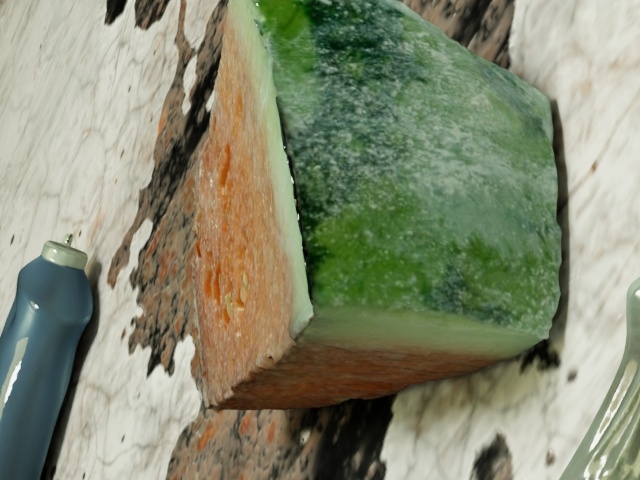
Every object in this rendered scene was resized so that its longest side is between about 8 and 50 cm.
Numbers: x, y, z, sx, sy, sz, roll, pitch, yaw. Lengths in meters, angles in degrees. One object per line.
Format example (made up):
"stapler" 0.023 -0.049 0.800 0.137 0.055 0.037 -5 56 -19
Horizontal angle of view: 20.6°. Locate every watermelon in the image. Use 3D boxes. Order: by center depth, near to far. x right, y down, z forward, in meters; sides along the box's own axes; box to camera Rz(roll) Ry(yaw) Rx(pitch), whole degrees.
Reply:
"watermelon" 0.000 0.000 0.848 0.257 0.139 0.193 126 147 -57

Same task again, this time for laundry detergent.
"laundry detergent" -0.216 0.094 1.319 0.096 0.061 0.206 -159 87 -75

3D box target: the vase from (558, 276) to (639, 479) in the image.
"vase" 0.107 0.085 0.596 0.149 0.081 0.081 -65 25 8
